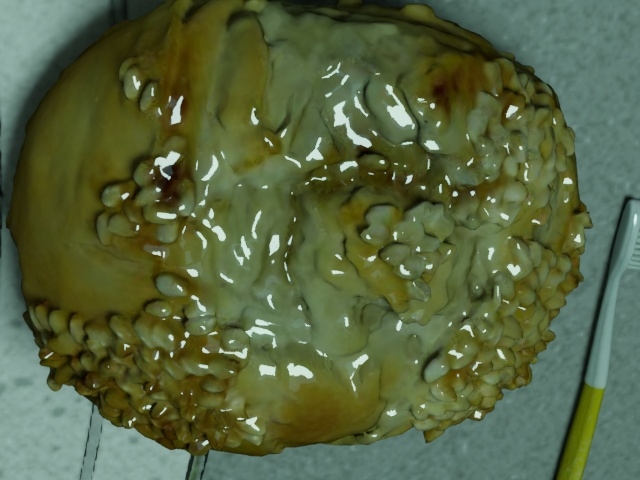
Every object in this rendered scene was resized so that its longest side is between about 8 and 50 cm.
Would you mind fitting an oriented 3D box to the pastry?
[{"bbox_3d":[0.000,0.000,0.915,0.311,0.162,0.255,-2,118,-16],"label":"pastry"}]

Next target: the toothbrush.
[{"bbox_3d":[0.166,0.107,1.102,0.024,0.021,0.288,7,113,-11],"label":"toothbrush"}]
